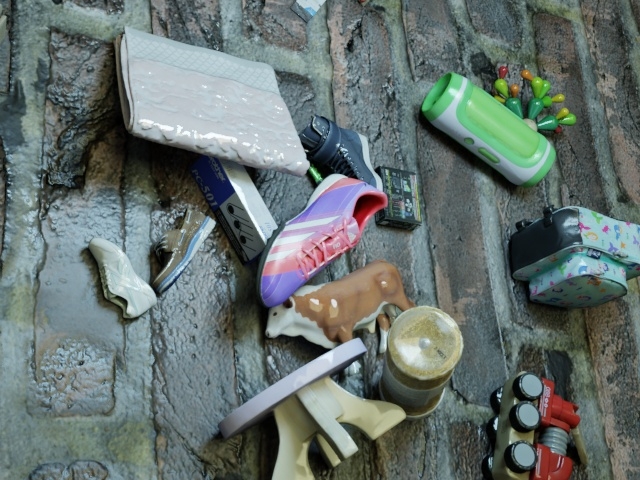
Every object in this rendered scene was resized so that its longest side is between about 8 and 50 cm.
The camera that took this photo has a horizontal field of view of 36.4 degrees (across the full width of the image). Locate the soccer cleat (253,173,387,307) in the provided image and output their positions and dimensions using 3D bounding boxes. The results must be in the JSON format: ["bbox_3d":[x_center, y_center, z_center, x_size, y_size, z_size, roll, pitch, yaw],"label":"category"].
[{"bbox_3d":[0.000,0.000,1.700,0.318,0.116,0.108,-51,142,-36],"label":"soccer cleat"}]

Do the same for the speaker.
[{"bbox_3d":[0.369,-0.241,2.133,0.297,0.131,0.131,34,55,-15],"label":"speaker"}]

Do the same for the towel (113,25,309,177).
[{"bbox_3d":[-0.200,-0.254,1.752,0.332,0.053,0.317,11,38,-27],"label":"towel"}]

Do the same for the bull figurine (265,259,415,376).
[{"bbox_3d":[0.048,0.140,1.778,0.310,0.101,0.188,-24,87,-35],"label":"bull figurine"}]

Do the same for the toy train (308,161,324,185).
[{"bbox_3d":[-0.004,-0.119,1.907,0.083,0.017,0.024,55,12,0],"label":"toy train"}]

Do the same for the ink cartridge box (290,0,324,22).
[{"bbox_3d":[-0.022,-0.509,2.070,0.048,0.028,0.083,40,54,-10],"label":"ink cartridge box"}]

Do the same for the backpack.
[{"bbox_3d":[0.561,0.039,2.062,0.254,0.225,0.191,6,67,-28],"label":"backpack"}]

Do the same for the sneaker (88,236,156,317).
[{"bbox_3d":[-0.337,0.061,1.602,0.061,0.054,0.152,-40,93,-35],"label":"sneaker"}]

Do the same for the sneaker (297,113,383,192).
[{"bbox_3d":[0.028,-0.147,1.870,0.163,0.086,0.226,24,35,-35],"label":"sneaker"}]

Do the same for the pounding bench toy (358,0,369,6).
[{"bbox_3d":[0.099,-0.574,2.160,0.065,0.052,0.083,-34,89,-37],"label":"pounding bench toy"}]

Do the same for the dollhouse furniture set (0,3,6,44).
[{"bbox_3d":[-0.610,-0.371,1.588,0.151,0.144,0.123,24,52,-4],"label":"dollhouse furniture set"}]

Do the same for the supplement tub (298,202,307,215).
[{"bbox_3d":[0.015,-0.027,1.850,0.107,0.071,0.071,15,62,-25],"label":"supplement tub"}]

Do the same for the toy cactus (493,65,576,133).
[{"bbox_3d":[0.483,-0.293,2.260,0.219,0.112,0.180,28,76,-22],"label":"toy cactus"}]

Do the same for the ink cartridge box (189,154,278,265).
[{"bbox_3d":[-0.152,-0.066,1.747,0.046,0.097,0.207,-25,83,-38],"label":"ink cartridge box"}]

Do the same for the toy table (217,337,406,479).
[{"bbox_3d":[-0.009,0.297,1.598,0.274,0.252,0.161,-33,78,-2],"label":"toy table"}]

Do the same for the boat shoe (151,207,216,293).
[{"bbox_3d":[-0.250,0.015,1.675,0.066,0.066,0.183,36,44,-8],"label":"boat shoe"}]

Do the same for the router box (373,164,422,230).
[{"bbox_3d":[0.155,-0.086,1.984,0.092,0.038,0.122,9,65,-28],"label":"router box"}]

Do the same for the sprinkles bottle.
[{"bbox_3d":[0.164,0.217,1.652,0.121,0.355,0.121,-1,70,1],"label":"sprinkles bottle"}]

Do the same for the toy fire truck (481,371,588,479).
[{"bbox_3d":[0.449,0.399,1.898,0.246,0.158,0.217,21,58,-11],"label":"toy fire truck"}]
